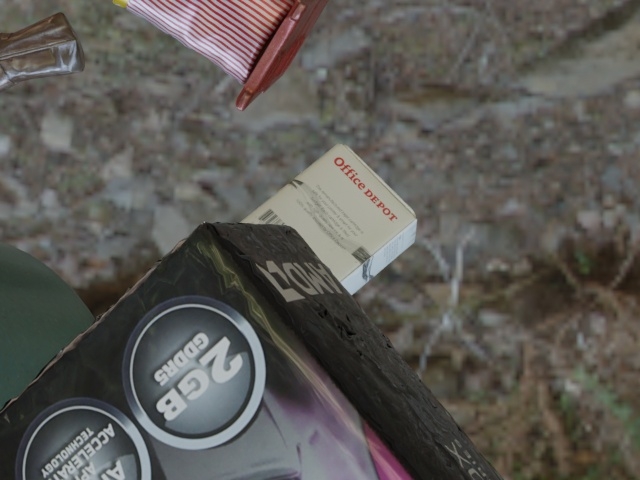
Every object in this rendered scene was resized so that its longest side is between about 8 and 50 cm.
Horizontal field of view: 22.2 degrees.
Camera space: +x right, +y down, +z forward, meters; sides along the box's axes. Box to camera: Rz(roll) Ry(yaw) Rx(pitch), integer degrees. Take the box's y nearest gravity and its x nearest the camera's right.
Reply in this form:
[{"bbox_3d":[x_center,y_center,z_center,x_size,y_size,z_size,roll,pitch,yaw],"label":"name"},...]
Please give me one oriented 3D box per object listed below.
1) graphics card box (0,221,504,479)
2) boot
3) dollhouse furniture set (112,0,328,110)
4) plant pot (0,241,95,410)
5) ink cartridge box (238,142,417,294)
[{"bbox_3d":[0.012,0.203,0.491,0.233,0.371,0.094,-42,168,13],"label":"graphics card box"},{"bbox_3d":[-0.268,-0.187,1.435,0.114,0.037,0.106,-13,109,23],"label":"boot"},{"bbox_3d":[-0.046,-0.335,1.458,0.201,0.152,0.374,32,110,1],"label":"dollhouse furniture set"},{"bbox_3d":[-0.297,0.111,0.910,0.341,0.341,0.334,-10,171,21],"label":"plant pot"},{"bbox_3d":[0.000,0.000,1.365,0.135,0.099,0.056,-39,160,-14],"label":"ink cartridge box"}]
